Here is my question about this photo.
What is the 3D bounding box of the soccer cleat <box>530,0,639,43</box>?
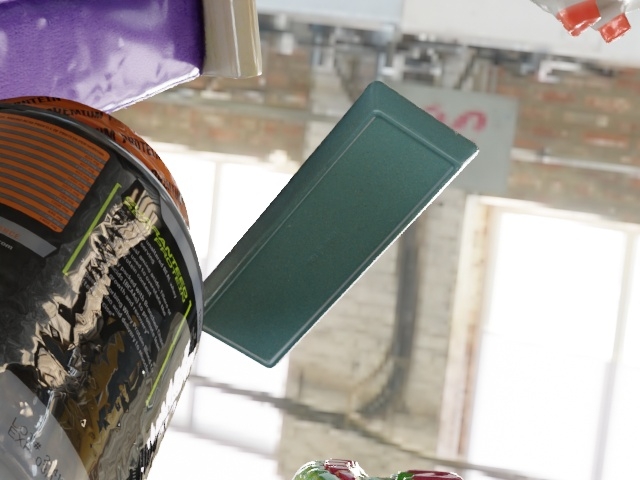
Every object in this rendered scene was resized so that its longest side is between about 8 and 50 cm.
[{"bbox_3d":[0.054,-0.105,0.372,0.068,0.076,0.196,-30,159,23],"label":"soccer cleat"}]

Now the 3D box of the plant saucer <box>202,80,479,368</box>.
[{"bbox_3d":[0.000,0.000,0.806,0.067,0.192,0.018,32,-144,-15],"label":"plant saucer"}]

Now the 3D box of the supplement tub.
[{"bbox_3d":[-0.160,0.059,0.661,0.193,0.193,0.316,7,-155,5],"label":"supplement tub"}]

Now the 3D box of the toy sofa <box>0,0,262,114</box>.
[{"bbox_3d":[-0.163,-0.138,0.967,0.177,0.150,0.362,8,-157,31],"label":"toy sofa"}]

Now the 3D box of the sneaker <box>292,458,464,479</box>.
[{"bbox_3d":[0.029,0.264,0.979,0.185,0.202,0.483,3,180,10],"label":"sneaker"}]
